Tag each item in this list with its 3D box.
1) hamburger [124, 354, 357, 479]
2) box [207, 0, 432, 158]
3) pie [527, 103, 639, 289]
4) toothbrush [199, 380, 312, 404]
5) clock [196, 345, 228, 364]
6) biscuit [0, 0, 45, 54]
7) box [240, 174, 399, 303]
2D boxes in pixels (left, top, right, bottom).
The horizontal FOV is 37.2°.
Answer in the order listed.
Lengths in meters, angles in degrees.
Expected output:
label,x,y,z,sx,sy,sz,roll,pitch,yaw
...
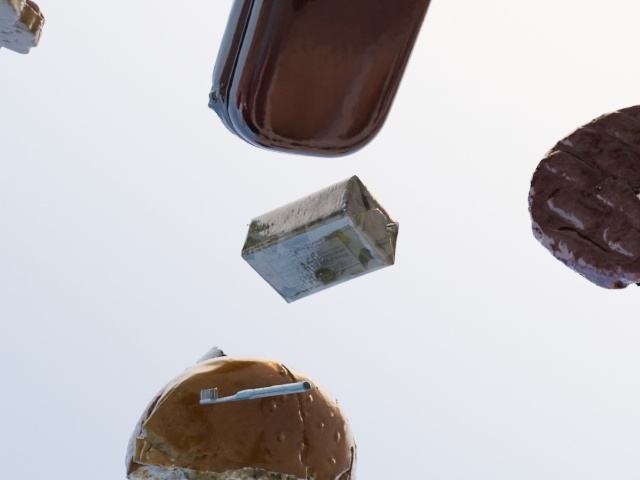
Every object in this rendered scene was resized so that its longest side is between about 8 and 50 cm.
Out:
label,x,y,z,sx,sy,sz,roll,pitch,yaw
hamburger,-0.077,0.199,1.020,0.283,0.144,0.157,21,-110,-41
box,0.015,-0.296,1.218,0.263,0.404,0.108,8,-154,-29
pie,0.304,-0.049,0.909,0.218,0.054,0.204,-29,-138,3
toothbrush,-0.062,0.133,0.842,0.011,0.167,0.014,5,-104,-38
clock,-0.105,0.228,1.411,0.184,0.184,0.040,40,-101,11
biscuit,-0.317,-0.224,0.834,0.170,0.170,0.050,18,-105,-13
box,0.000,0.000,0.651,0.062,0.098,0.045,45,-143,-30
